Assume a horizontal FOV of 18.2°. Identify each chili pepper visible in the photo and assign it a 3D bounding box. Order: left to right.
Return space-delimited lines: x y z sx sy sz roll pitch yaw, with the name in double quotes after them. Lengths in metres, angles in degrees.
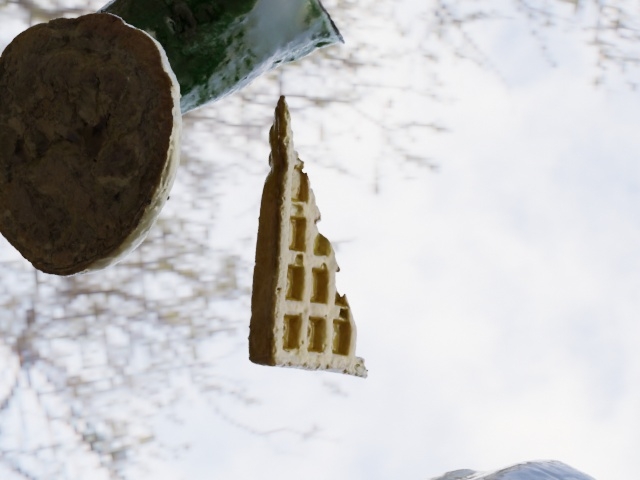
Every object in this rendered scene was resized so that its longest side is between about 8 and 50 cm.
-0.126 -0.138 1.466 0.270 0.136 0.099 -30 -120 -1 "chili pepper"

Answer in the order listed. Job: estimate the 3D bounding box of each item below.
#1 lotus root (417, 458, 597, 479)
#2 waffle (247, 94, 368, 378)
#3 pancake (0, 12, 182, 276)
0.093 0.211 1.139 0.152 0.275 0.160 2 -83 32 "lotus root"
0.000 0.000 1.442 0.032 0.125 0.191 2 -96 42 "waffle"
-0.141 -0.057 1.169 0.158 0.028 0.158 -1 -92 32 "pancake"
